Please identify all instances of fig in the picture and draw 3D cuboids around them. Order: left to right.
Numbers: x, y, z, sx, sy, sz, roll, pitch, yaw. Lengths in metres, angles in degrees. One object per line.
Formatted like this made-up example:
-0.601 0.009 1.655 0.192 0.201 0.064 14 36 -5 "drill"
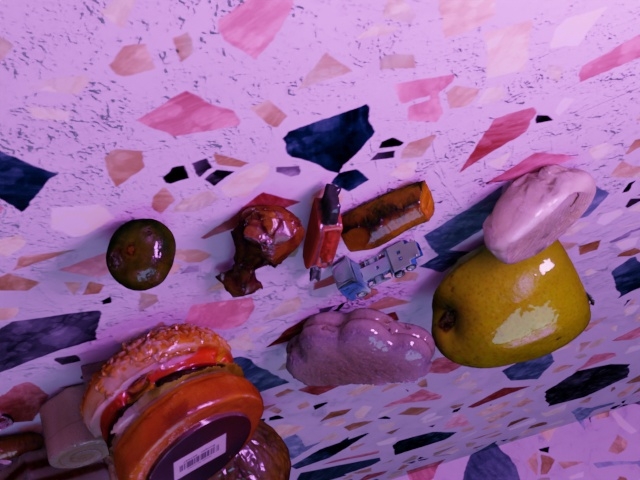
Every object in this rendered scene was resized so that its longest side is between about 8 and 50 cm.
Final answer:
-0.279 0.025 1.599 0.117 0.117 0.177 -19 176 0 "fig"
-0.229 0.499 2.400 0.286 0.286 0.369 -17 129 -3 "fig"

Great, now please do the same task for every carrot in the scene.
-0.699 0.458 2.191 0.186 0.060 0.060 -8 152 -20 "carrot"
0.116 -0.039 1.737 0.173 0.082 0.082 -23 154 16 "carrot"

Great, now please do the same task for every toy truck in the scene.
0.107 0.048 1.914 0.175 0.067 0.081 -27 152 17 "toy truck"

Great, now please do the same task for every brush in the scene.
-0.001 0.000 1.751 0.051 0.070 0.323 -9 153 -10 "brush"

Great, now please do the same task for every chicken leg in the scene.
-0.116 0.021 1.713 0.113 0.093 0.304 11 153 -17 "chicken leg"

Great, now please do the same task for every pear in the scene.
0.384 0.149 2.106 0.318 0.238 0.342 -27 154 -2 "pear"

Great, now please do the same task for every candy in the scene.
-0.632 0.560 2.287 0.179 0.135 0.320 -11 163 -43 "candy"

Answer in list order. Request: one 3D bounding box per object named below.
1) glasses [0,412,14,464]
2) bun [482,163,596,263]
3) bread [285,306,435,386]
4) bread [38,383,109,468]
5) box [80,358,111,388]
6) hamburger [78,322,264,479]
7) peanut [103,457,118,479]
-0.722 0.400 2.029 0.162 0.095 0.255 -10 152 1 "glasses"
0.390 -0.056 1.844 0.237 0.116 0.210 -24 155 -24 "bun"
0.067 0.220 2.119 0.337 0.102 0.183 -8 132 24 "bread"
-0.505 0.386 2.087 0.148 0.141 0.134 -24 150 8 "bread"
-0.438 0.274 2.031 0.083 0.035 0.079 -13 153 -12 "box"
-0.290 0.323 1.952 0.330 0.250 0.330 -30 149 -21 "hamburger"
-0.543 0.586 2.471 0.137 0.122 0.253 -29 161 -22 "peanut"
